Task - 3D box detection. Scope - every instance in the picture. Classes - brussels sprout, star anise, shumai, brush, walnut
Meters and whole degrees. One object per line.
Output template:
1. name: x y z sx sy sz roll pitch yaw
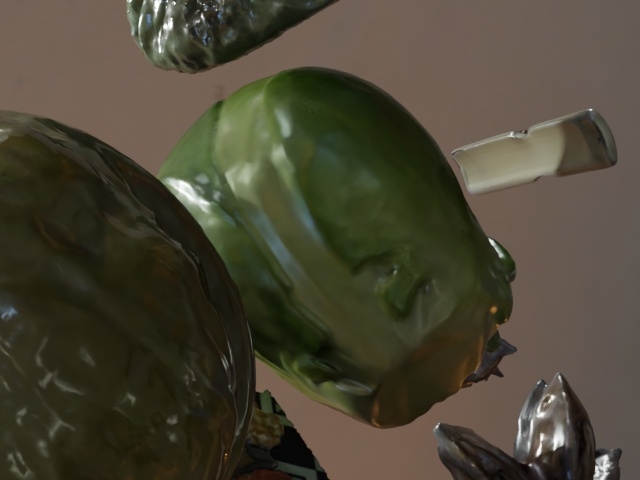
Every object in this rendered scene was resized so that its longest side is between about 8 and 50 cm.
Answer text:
1. brussels sprout: 0.000 0.000 1.378 0.276 0.371 0.315 -38 -45 -7
2. star anise: 0.121 0.107 1.867 0.227 0.218 0.148 59 -154 12
3. shumai: -0.096 -0.340 1.424 0.309 0.304 0.263 -42 -70 -15
4. brush: 0.224 -0.092 1.499 0.050 0.321 0.060 -26 -85 -17
5. star anise: 0.154 0.219 1.029 0.236 0.093 0.229 38 -105 -23
6. walnut: -0.173 0.071 0.780 0.277 0.282 0.253 48 -131 0

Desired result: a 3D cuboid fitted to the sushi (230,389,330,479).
1. sushi: -0.058 0.227 1.225 0.264 0.290 0.050 -2 -46 -41
